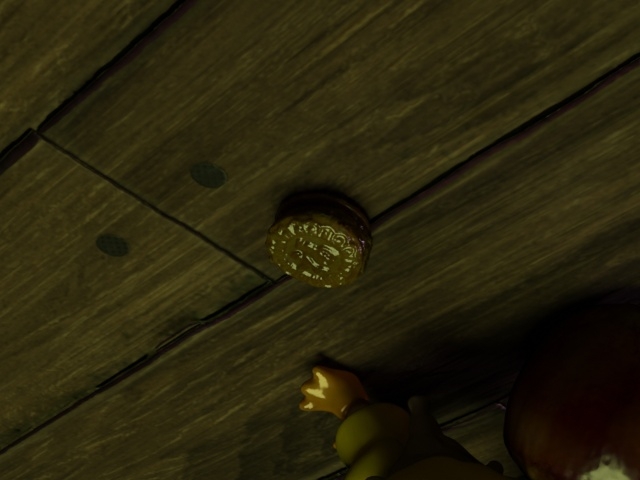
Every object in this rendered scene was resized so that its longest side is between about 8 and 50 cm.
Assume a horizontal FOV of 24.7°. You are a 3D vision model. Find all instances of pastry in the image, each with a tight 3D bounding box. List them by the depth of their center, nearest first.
[{"bbox_3d":[0.000,0.000,1.365,0.097,0.057,0.109,18,140,2],"label":"pastry"}]

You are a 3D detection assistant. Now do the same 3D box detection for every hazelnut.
[{"bbox_3d":[0.280,0.159,1.397,0.208,0.208,0.208,8,142,6],"label":"hazelnut"}]

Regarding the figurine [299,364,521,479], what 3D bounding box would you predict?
[{"bbox_3d":[0.098,0.261,1.468,0.215,0.344,0.187,32,100,-39],"label":"figurine"}]
